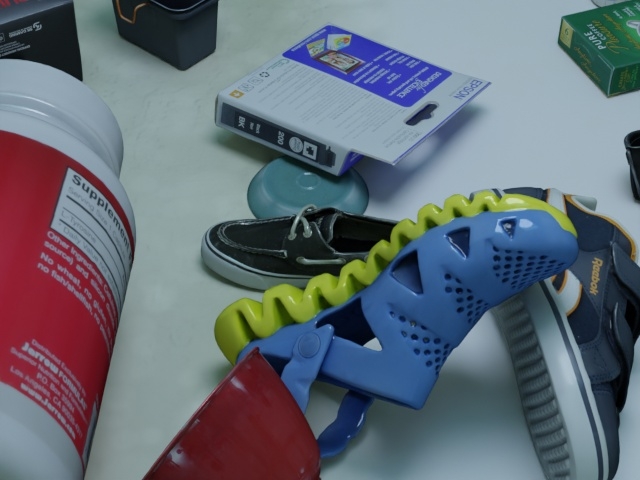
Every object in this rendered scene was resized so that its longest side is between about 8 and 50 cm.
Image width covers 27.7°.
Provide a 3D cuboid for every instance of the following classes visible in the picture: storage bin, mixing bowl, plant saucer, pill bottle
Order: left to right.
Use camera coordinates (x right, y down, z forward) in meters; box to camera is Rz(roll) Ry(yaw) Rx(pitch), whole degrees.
[{"bbox_3d":[-0.269,0.047,1.006,0.229,0.229,0.407,3,44,1],"label":"pill bottle"},{"bbox_3d":[-0.174,-0.249,1.414,0.135,0.091,0.098,30,51,28],"label":"storage bin"},{"bbox_3d":[-0.063,0.176,0.938,0.098,0.181,0.181,37,51,4],"label":"mixing bowl"},{"bbox_3d":[-0.012,-0.052,1.263,0.119,0.021,0.119,1,43,0],"label":"plant saucer"}]

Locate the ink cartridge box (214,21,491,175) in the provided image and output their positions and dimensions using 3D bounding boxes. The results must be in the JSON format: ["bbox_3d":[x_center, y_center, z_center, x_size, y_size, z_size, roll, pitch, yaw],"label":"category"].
[{"bbox_3d":[0.036,-0.139,1.322,0.208,0.045,0.206,24,40,25],"label":"ink cartridge box"}]

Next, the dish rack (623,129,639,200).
[{"bbox_3d":[0.393,-0.014,1.163,0.208,0.074,0.271,-4,32,5],"label":"dish rack"}]

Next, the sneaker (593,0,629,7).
[{"bbox_3d":[0.329,-0.345,1.540,0.063,0.073,0.162,-16,47,-17],"label":"sneaker"}]

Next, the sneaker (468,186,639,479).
[{"bbox_3d":[0.216,0.064,1.074,0.128,0.126,0.321,-6,44,-4],"label":"sneaker"}]

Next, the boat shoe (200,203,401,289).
[{"bbox_3d":[0.000,0.000,1.174,0.219,0.070,0.077,6,44,4],"label":"boat shoe"}]

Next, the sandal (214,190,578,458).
[{"bbox_3d":[0.063,0.072,1.010,0.317,0.126,0.138,-30,54,27],"label":"sandal"}]

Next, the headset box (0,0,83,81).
[{"bbox_3d":[-0.402,-0.234,1.378,0.218,0.110,0.293,-23,49,-24],"label":"headset box"}]

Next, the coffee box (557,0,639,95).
[{"bbox_3d":[0.369,-0.224,1.438,0.184,0.040,0.113,-16,46,-18],"label":"coffee box"}]
